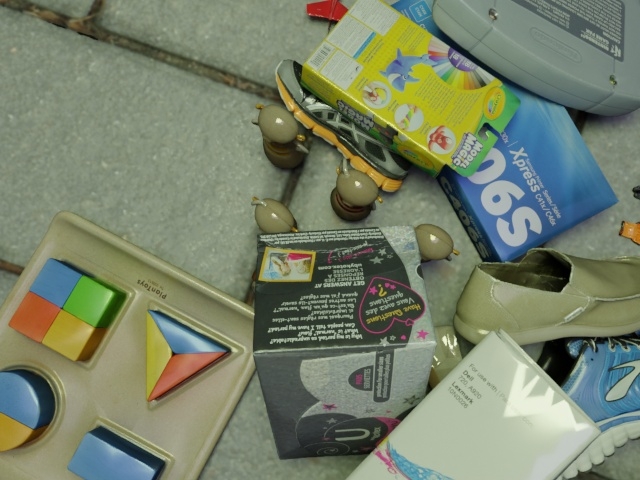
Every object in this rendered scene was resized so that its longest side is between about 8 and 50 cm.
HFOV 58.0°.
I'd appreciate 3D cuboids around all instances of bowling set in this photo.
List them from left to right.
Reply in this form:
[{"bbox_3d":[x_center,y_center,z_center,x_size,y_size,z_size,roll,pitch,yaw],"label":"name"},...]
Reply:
[{"bbox_3d":[0.000,0.000,0.679,0.287,0.154,0.200,33,86,3],"label":"bowling set"}]

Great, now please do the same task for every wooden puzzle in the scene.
[{"bbox_3d":[-0.273,0.179,0.700,0.322,0.080,0.348,28,86,2],"label":"wooden puzzle"}]

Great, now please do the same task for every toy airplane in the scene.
[{"bbox_3d":[0.024,-0.346,0.767,0.151,0.028,0.151,0,89,-1],"label":"toy airplane"}]

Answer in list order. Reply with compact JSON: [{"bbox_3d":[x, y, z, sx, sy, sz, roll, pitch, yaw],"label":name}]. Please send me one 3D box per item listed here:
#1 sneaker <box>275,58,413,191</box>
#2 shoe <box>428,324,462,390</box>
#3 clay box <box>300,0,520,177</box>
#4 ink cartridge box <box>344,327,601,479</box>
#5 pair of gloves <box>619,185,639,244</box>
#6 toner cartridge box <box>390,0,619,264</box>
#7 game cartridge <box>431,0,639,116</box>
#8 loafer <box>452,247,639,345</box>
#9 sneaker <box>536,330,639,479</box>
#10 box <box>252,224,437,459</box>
[{"bbox_3d":[0.037,-0.157,0.718,0.215,0.084,0.083,39,119,-6],"label":"sneaker"},{"bbox_3d":[0.175,0.208,0.701,0.058,0.076,0.219,-23,84,3],"label":"shoe"},{"bbox_3d":[0.103,-0.171,0.661,0.222,0.053,0.127,36,75,2],"label":"clay box"},{"bbox_3d":[0.128,0.234,0.556,0.278,0.201,0.117,-47,61,5],"label":"ink cartridge box"},{"bbox_3d":[0.437,-0.031,0.755,0.074,0.010,0.083,20,85,2],"label":"pair of gloves"},{"bbox_3d":[0.206,-0.156,0.733,0.165,0.075,0.348,-29,86,-4],"label":"toner cartridge box"},{"bbox_3d":[0.270,-0.270,0.692,0.294,0.060,0.196,21,63,-16],"label":"game cartridge"},{"bbox_3d":[0.283,0.055,0.659,0.268,0.102,0.092,-11,117,-13],"label":"loafer"},{"bbox_3d":[0.352,0.150,0.682,0.330,0.130,0.147,-27,88,-2],"label":"sneaker"},{"bbox_3d":[0.024,0.119,0.607,0.163,0.247,0.142,-3,50,0],"label":"box"}]
